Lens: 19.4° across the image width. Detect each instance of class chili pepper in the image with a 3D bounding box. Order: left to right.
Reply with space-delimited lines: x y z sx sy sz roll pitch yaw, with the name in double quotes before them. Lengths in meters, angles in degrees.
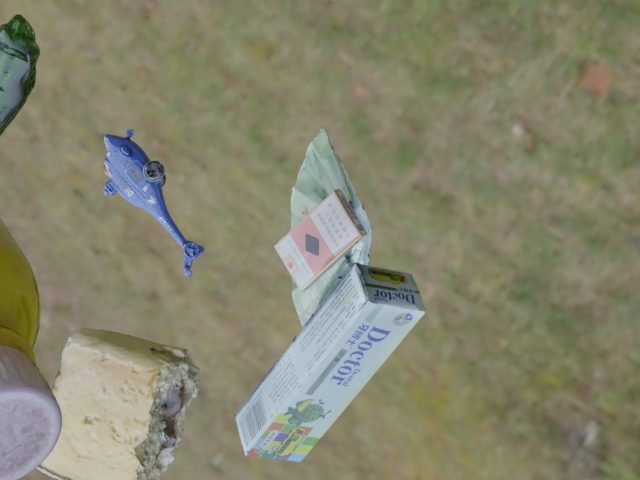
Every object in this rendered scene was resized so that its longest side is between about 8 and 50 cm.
"chili pepper" -0.262 -0.104 1.411 0.073 0.050 0.182 29 125 -36

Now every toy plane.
"toy plane" -0.170 -0.038 1.860 0.167 0.062 0.054 53 173 5

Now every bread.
"bread" -0.155 0.131 1.435 0.106 0.125 0.082 19 -177 25

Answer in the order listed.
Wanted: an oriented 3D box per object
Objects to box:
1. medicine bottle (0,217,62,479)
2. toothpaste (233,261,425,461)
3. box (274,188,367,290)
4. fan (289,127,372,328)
"medicine bottle" -0.211 0.044 1.025 0.212 0.121 0.122 50 172 44
"toothpaste" 0.002 0.079 1.167 0.046 0.034 0.164 11 134 -30
"box" 0.000 0.000 1.517 0.083 0.012 0.046 -43 71 37
"fan" 0.008 0.017 1.676 0.009 0.240 0.131 3 156 -33
